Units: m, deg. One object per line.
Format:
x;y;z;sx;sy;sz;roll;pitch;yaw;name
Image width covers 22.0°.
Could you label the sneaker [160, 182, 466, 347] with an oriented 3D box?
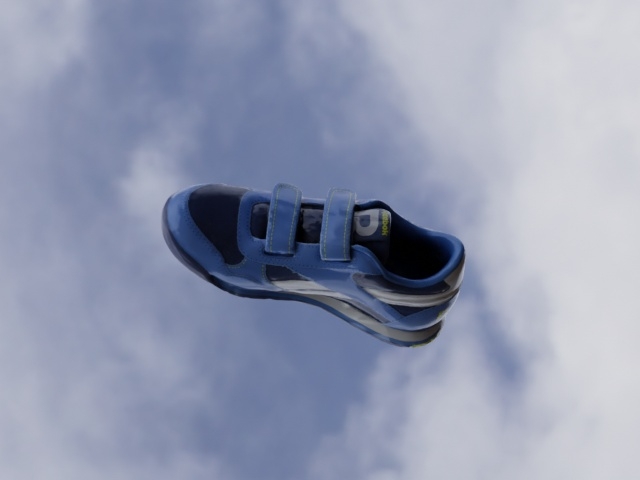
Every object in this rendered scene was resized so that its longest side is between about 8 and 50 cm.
0.000;0.000;0.743;0.144;0.059;0.053;16;-127;-14;sneaker
